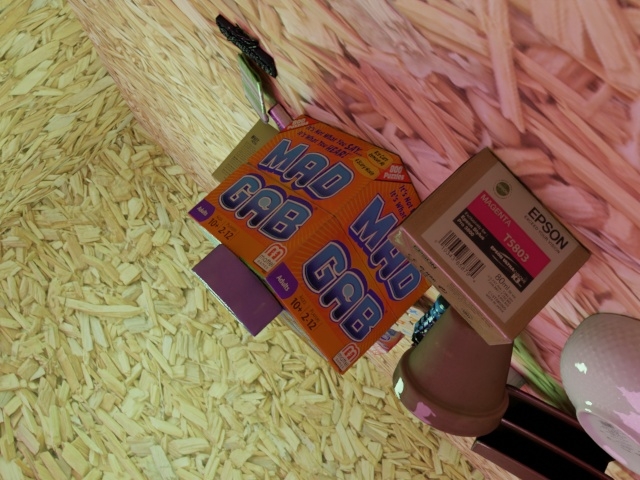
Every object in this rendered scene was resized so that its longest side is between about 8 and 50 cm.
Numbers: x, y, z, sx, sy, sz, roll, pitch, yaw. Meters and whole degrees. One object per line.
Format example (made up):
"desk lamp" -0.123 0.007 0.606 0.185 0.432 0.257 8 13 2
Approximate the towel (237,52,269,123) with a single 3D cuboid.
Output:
"towel" -0.159 -0.367 1.550 0.113 0.023 0.152 55 165 25

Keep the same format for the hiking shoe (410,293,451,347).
"hiking shoe" 0.306 0.219 1.629 0.113 0.132 0.304 44 168 16

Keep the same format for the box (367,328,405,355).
"box" 0.203 0.292 2.195 0.142 0.154 0.300 46 169 5

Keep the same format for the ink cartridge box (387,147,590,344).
"ink cartridge box" 0.253 0.009 0.972 0.234 0.193 0.088 46 166 3

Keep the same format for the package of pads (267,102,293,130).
"package of pads" -0.093 -0.298 1.587 0.083 0.032 0.050 51 169 -15

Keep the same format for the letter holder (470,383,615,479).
"letter holder" 0.534 0.490 1.507 0.302 0.152 0.214 27 159 17

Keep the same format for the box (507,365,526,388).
"box" 0.458 0.357 1.700 0.137 0.072 0.126 44 167 17

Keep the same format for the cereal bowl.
"cereal bowl" 0.529 0.285 1.044 0.339 0.141 0.339 44 169 11

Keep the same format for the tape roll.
"tape roll" -0.169 0.101 1.295 0.189 0.080 0.189 43 167 12

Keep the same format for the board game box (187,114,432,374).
"board game box" 0.000 0.000 1.439 0.357 0.356 0.356 34 162 47

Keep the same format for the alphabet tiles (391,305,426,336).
"alphabet tiles" 0.210 0.200 1.906 0.278 0.021 0.284 20 154 35

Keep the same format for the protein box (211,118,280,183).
"protein box" -0.131 -0.169 1.675 0.200 0.201 0.136 40 180 32

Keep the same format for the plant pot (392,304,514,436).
"plant pot" 0.316 0.262 1.427 0.263 0.263 0.229 38 124 38

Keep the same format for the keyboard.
"keyboard" -0.178 -0.433 1.431 0.192 0.038 0.100 42 167 19
